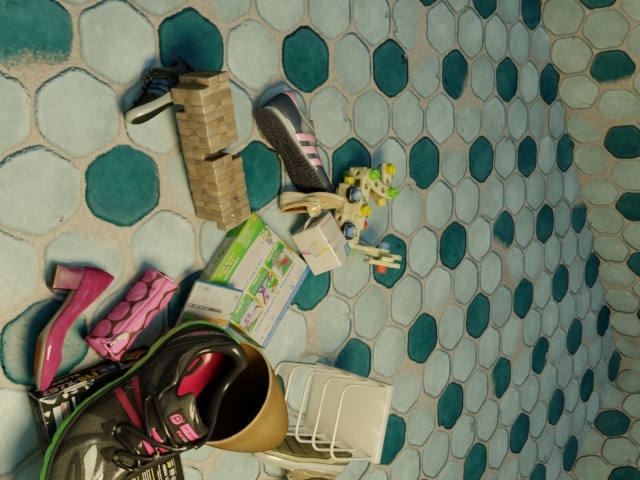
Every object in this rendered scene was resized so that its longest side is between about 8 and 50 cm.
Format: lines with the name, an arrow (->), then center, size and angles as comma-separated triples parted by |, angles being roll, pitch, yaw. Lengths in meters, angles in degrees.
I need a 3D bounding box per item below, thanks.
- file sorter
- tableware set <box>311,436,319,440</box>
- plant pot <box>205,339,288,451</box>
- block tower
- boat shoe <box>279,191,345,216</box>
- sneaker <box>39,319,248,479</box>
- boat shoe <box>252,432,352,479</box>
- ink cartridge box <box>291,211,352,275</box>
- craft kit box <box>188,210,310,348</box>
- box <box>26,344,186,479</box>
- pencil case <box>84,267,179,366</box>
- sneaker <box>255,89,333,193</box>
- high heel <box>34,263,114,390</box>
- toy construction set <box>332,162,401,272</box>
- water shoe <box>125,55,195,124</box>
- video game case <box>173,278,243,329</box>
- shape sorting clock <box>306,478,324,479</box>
file sorter -> 0.011, 0.426, 1.536 | 0.173, 0.278, 0.192 | 17, 82, -41
tableware set -> 0.058, 0.563, 1.756 | 0.194, 0.039, 0.128 | -23, 119, -37
plant pot -> -0.174, 0.392, 1.408 | 0.237, 0.237, 0.254 | -60, 145, -22
block tower -> -0.235, -0.191, 1.315 | 0.091, 0.097, 0.335 | -36, 130, -44
boat shoe -> -0.022, -0.087, 1.535 | 0.063, 0.170, 0.059 | 61, 33, -68
sneaker -> -0.324, 0.341, 1.142 | 0.483, 0.202, 0.185 | -51, 125, -29
boat shoe -> -0.056, 0.582, 1.592 | 0.302, 0.113, 0.103 | 21, 102, -29
ink cartridge box -> 0.000, 0.000, 1.580 | 0.143, 0.090, 0.092 | 60, 32, -12
craft kit box -> -0.165, 0.099, 1.485 | 0.246, 0.061, 0.250 | 49, 61, -38
box -> -0.428, 0.410, 1.242 | 0.257, 0.079, 0.322 | -19, 107, -40
pencil case -> -0.381, 0.150, 1.244 | 0.095, 0.098, 0.209 | 38, 62, -7
sneaker -> -0.036, -0.235, 1.541 | 0.131, 0.112, 0.319 | -56, 132, -32
high heel -> -0.476, 0.169, 1.170 | 0.117, 0.082, 0.244 | 15, 70, -34
toy construction set -> 0.130, -0.070, 1.694 | 0.215, 0.151, 0.327 | 13, 70, -46
water shoe -> -0.346, -0.315, 1.271 | 0.080, 0.073, 0.203 | 52, 52, -10
video game case -> -0.260, 0.174, 1.370 | 0.119, 0.015, 0.166 | 18, 104, -35
shape sorting clock -> -0.046, 0.713, 1.607 | 0.206, 0.040, 0.206 | -7, 123, -11
